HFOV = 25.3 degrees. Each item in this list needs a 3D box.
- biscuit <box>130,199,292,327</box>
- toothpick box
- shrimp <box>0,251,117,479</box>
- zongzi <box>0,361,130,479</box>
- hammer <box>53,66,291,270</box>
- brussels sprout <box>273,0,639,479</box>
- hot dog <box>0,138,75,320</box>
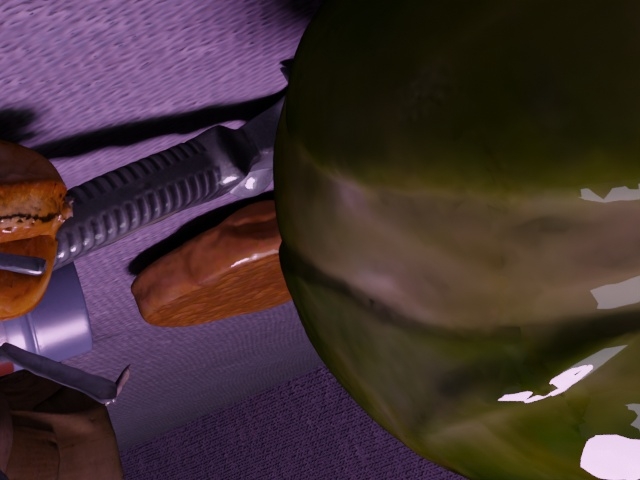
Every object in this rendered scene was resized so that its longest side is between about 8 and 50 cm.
[{"bbox_3d":[0.000,0.000,1.283,0.351,0.057,0.312,-18,171,-10],"label":"biscuit"},{"bbox_3d":[-0.229,0.045,0.881,0.153,0.101,0.101,-18,171,-17],"label":"toothpick box"},{"bbox_3d":[-0.189,0.051,0.551,0.221,0.166,0.410,-37,142,-38],"label":"shrimp"},{"bbox_3d":[-0.257,0.183,1.275,0.500,0.218,0.467,-12,168,-47],"label":"zongzi"},{"bbox_3d":[-0.095,-0.031,0.836,0.226,0.041,0.159,-26,173,-28],"label":"hammer"},{"bbox_3d":[0.143,-0.037,0.655,0.371,0.276,0.315,-20,179,42],"label":"brussels sprout"},{"bbox_3d":[-0.218,-0.002,0.682,0.076,0.102,0.249,25,-160,36],"label":"hot dog"}]
